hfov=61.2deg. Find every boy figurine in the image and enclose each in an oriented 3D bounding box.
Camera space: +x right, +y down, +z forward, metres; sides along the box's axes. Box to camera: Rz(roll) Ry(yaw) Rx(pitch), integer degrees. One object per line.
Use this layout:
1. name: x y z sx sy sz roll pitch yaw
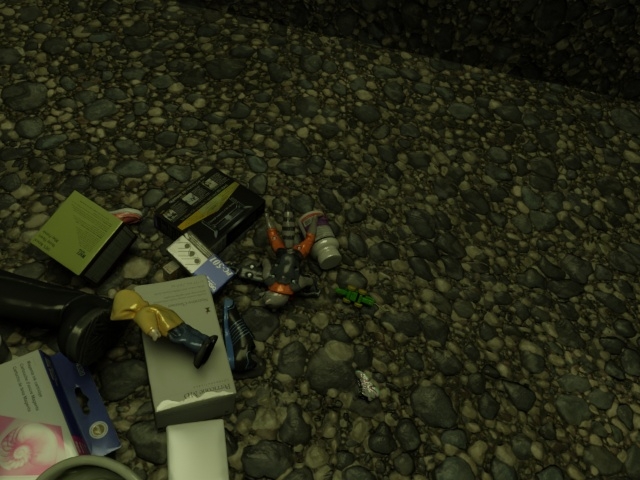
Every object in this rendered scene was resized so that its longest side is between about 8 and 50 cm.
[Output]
1. boy figurine: -0.408 0.218 1.375 0.285 0.177 0.092 26 94 1

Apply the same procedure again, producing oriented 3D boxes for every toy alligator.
1. toy alligator: 0.138 0.190 1.782 0.190 0.056 0.051 20 10 4

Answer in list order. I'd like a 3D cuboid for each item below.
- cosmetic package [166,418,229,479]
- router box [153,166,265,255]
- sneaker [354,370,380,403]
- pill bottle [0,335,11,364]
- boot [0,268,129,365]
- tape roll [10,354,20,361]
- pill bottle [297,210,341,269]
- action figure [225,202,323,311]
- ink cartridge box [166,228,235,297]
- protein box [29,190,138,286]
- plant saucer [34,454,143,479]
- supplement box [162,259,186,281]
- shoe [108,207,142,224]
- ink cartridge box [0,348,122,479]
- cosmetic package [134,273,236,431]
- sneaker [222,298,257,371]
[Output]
1. cosmetic package: -0.287 0.572 1.266 0.138 0.224 0.224 -3 53 -15
2. router box: -0.380 -0.095 1.877 0.243 0.081 0.309 34 53 15
3. sneaker: 0.121 0.433 1.587 0.069 0.038 0.098 -31 63 -32
4. pill bottle: -0.834 0.270 1.355 0.078 0.137 0.078 6 52 -8
5. boot: -0.773 0.180 1.426 0.445 0.367 0.146 17 89 -3
6. tape roll: -0.854 0.462 1.333 0.392 0.072 0.392 6 51 -7
7. pill bottle: 0.000 0.000 1.865 0.108 0.108 0.193 -12 55 -21
8. action figure: -0.153 0.058 1.726 0.341 0.178 0.330 6 70 -2
9. ink cartridge box: -0.373 0.071 1.689 0.207 0.046 0.097 42 67 5
10. protein box: -0.717 -0.003 1.655 0.200 0.136 0.201 31 73 13
11. plant saucer: -0.478 0.664 1.161 0.400 0.100 0.400 -3 79 16
12. supplement box: -0.454 0.086 1.727 0.036 0.062 0.098 38 54 16
13. shoe: -0.683 -0.055 1.794 0.178 0.063 0.081 -4 54 -8
14. ink cartridge box: -0.702 0.432 1.302 0.330 0.071 0.324 -24 60 -27
15. cosmetic package: -0.383 0.305 1.506 0.217 0.156 0.385 -10 54 -22
16. sneaker: -0.243 0.279 1.611 0.090 0.081 0.232 -1 59 -17
